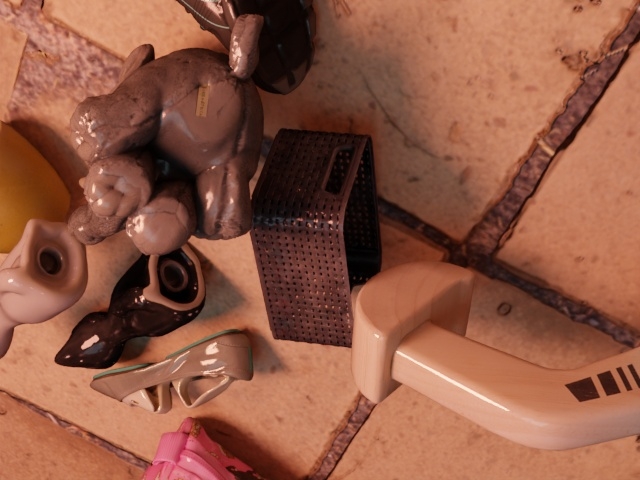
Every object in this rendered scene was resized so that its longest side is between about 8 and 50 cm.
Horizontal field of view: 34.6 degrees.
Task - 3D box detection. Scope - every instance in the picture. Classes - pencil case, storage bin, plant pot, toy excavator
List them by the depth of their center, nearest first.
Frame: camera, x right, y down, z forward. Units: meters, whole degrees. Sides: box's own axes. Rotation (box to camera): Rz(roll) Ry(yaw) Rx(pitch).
[{"bbox_3d":[0.298,0.128,0.825,0.445,0.433,0.222,-11,127,-21],"label":"toy excavator"},{"bbox_3d":[0.000,0.000,0.930,0.084,0.122,0.180,5,137,14],"label":"storage bin"},{"bbox_3d":[-0.308,-0.039,1.024,0.095,0.134,0.134,29,128,-26],"label":"plant pot"},{"bbox_3d":[-0.042,0.361,1.180,0.386,0.160,0.167,32,97,-4],"label":"pencil case"}]

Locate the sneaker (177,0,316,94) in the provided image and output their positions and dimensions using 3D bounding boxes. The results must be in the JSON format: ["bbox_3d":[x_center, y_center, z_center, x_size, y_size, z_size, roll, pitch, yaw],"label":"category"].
[{"bbox_3d":[-0.095,-0.239,0.853,0.106,0.101,0.267,-3,126,46],"label":"sneaker"}]

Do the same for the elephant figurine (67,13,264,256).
[{"bbox_3d":[-0.140,-0.083,0.872,0.186,0.239,0.169,-16,102,-12],"label":"elephant figurine"}]

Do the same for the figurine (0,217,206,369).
[{"bbox_3d":[-0.261,0.076,1.054,0.215,0.092,0.209,10,144,-38],"label":"figurine"}]

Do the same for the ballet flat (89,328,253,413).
[{"bbox_3d":[-0.166,0.156,1.126,0.213,0.072,0.068,-20,76,25],"label":"ballet flat"}]
